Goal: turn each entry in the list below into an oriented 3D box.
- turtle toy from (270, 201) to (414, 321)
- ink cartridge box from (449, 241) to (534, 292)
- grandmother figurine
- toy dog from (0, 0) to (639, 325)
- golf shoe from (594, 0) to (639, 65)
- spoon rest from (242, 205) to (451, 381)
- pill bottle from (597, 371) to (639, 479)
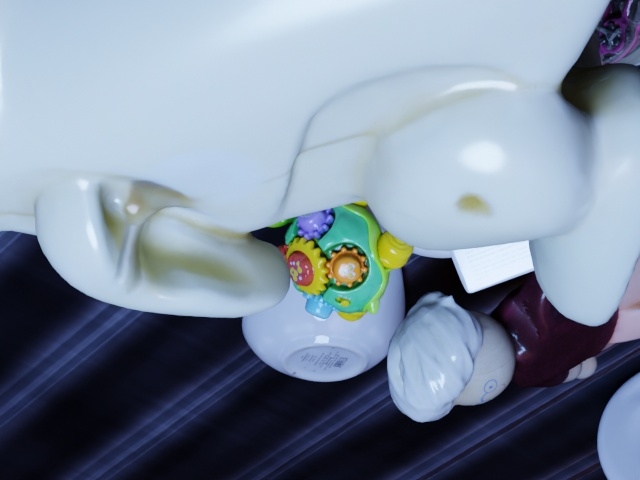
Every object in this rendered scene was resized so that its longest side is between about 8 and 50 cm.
[{"bbox_3d":[0.000,0.000,0.845,0.066,0.130,0.095,-20,155,-37],"label":"turtle toy"},{"bbox_3d":[0.117,-0.079,0.815,0.115,0.067,0.198,-21,93,14],"label":"ink cartridge box"},{"bbox_3d":[0.206,0.052,0.923,0.342,0.104,0.207,-17,132,-18],"label":"grandmother figurine"},{"bbox_3d":[-0.078,-0.096,0.506,0.408,0.284,0.395,-7,169,1],"label":"toy dog"},{"bbox_3d":[0.233,-0.188,0.766,0.086,0.067,0.186,-7,146,-35],"label":"golf shoe"},{"bbox_3d":[0.027,0.038,0.979,0.137,0.084,0.276,12,148,-18],"label":"spoon rest"},{"bbox_3d":[0.386,0.248,1.180,0.161,0.161,0.283,-23,136,16],"label":"pill bottle"}]
